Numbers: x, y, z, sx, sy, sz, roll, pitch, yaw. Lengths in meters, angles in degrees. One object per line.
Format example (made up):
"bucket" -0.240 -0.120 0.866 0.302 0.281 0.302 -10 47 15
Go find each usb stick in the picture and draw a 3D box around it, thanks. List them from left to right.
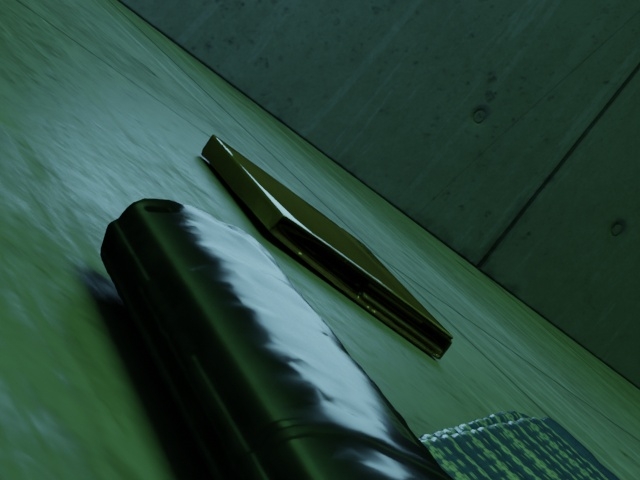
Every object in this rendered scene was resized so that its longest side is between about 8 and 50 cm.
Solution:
"usb stick" -0.009 0.052 0.445 0.077 0.045 0.278 28 9 -25

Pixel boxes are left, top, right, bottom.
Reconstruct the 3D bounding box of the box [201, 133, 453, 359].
"box" 0.000 0.000 1.122 0.164 0.021 0.201 36 6 -25

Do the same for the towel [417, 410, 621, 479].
"towel" 0.140 0.162 0.624 0.243 0.040 0.336 41 7 15
